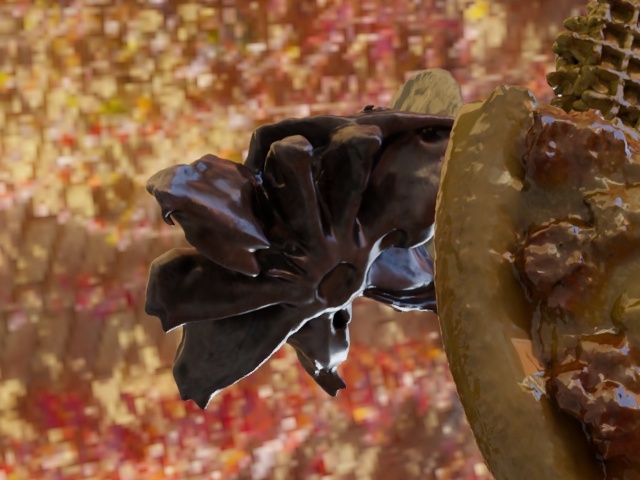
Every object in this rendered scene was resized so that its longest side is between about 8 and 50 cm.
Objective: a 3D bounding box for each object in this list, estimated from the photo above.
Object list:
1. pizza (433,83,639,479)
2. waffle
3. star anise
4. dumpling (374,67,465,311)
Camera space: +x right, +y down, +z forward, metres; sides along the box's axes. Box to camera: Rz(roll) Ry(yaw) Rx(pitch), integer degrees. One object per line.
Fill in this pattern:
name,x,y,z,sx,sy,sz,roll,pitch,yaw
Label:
pizza,0.098,0.021,0.470,0.175,0.134,0.046,59,-11,20
waffle,0.295,-0.134,1.570,0.197,0.193,0.070,42,-33,11
star anise,0.000,0.000,1.406,0.316,0.359,0.139,-45,-134,20
dumpling,0.106,-0.047,1.671,0.243,0.175,0.227,-2,-97,51
